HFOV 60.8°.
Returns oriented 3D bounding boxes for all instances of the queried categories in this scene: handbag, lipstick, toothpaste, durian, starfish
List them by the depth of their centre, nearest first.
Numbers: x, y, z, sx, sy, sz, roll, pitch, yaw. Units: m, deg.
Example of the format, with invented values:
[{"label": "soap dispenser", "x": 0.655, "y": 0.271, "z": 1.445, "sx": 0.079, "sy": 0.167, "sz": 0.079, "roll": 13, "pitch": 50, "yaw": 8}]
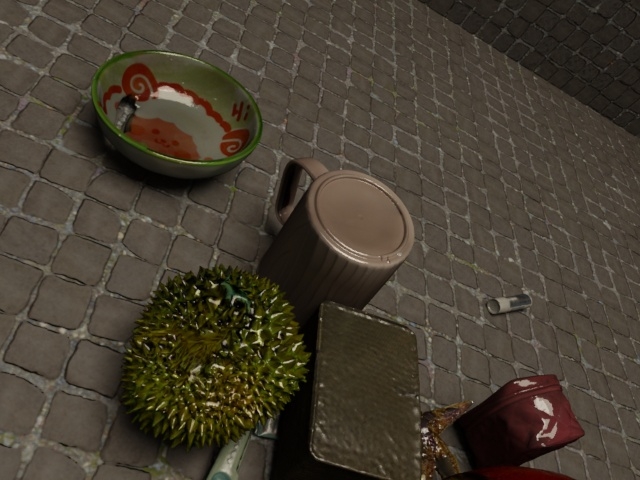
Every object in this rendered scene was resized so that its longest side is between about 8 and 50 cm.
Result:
[{"label": "durian", "x": -0.144, "y": 0.157, "z": 0.796, "sx": 0.291, "sy": 0.224, "sz": 0.291, "roll": 14, "pitch": 34, "yaw": -10}, {"label": "toothpaste", "x": -0.011, "y": 0.323, "z": 0.907, "sx": 0.205, "sy": 0.036, "sz": 0.056, "roll": 22, "pitch": 49, "yaw": -15}, {"label": "starfish", "x": 0.185, "y": 0.343, "z": 0.979, "sx": 0.216, "sy": 0.071, "sz": 0.238, "roll": 4, "pitch": 41, "yaw": -21}, {"label": "handbag", "x": 0.363, "y": 0.342, "z": 1.013, "sx": 0.146, "sy": 0.225, "sz": 0.135, "roll": -4, "pitch": 55, "yaw": -22}, {"label": "lipstick", "x": 0.478, "y": 0.158, "z": 1.370, "sx": 0.141, "sy": 0.040, "sz": 0.040, "roll": -2, "pitch": 59, "yaw": -36}]

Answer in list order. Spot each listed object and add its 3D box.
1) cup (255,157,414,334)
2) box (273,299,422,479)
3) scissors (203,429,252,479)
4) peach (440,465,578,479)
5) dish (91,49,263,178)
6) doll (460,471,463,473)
[{"label": "cup", "x": 0.018, "y": 0.005, "z": 1.003, "sx": 0.208, "sy": 0.273, "sz": 0.288, "roll": 13, "pitch": 52, "yaw": -18}, {"label": "box", "x": 0.046, "y": 0.258, "z": 0.870, "sx": 0.184, "sy": 0.143, "sz": 0.273, "roll": 19, "pitch": 45, "yaw": -15}, {"label": "scissors", "x": -0.151, "y": 0.357, "z": 0.775, "sx": 0.138, "sy": 0.041, "sz": 0.289, "roll": 29, "pitch": 45, "yaw": -2}, {"label": "peach", "x": 0.306, "y": 0.518, "z": 0.759, "sx": 0.416, "sy": 0.339, "sz": 0.353, "roll": 47, "pitch": 44, "yaw": 0}, {"label": "dish", "x": -0.287, "y": -0.227, "z": 1.087, "sx": 0.324, "sy": 0.124, "sz": 0.324, "roll": 15, "pitch": 47, "yaw": -17}, {"label": "doll", "x": 0.211, "y": 0.447, "z": 0.939, "sx": 0.219, "sy": 0.067, "sz": 0.091, "roll": 13, "pitch": 44, "yaw": -29}]
